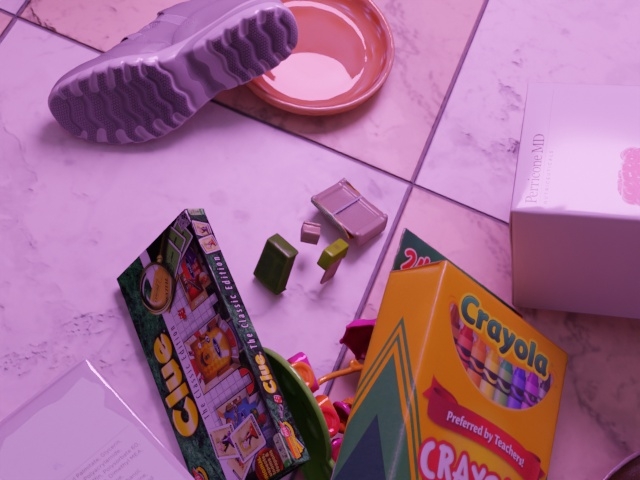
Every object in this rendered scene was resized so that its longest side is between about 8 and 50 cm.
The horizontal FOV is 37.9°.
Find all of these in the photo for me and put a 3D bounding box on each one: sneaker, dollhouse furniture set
[{"bbox_3d":[-0.165,-0.198,1.030,0.281,0.105,0.115,-22,44,-4],"label":"sneaker"},{"bbox_3d":[0.000,0.000,1.005,0.076,0.059,0.151,40,46,18],"label":"dollhouse furniture set"}]

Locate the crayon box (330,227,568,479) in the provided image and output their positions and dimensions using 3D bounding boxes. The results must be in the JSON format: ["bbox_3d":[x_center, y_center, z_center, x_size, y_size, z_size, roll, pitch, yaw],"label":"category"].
[{"bbox_3d":[0.127,0.162,0.864,0.202,0.081,0.319,34,59,-31],"label":"crayon box"}]

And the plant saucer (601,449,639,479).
[{"bbox_3d":[0.385,0.336,0.868,0.310,0.050,0.311,0,57,0],"label":"plant saucer"}]

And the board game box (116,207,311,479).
[{"bbox_3d":[-0.109,0.114,0.877,0.030,0.136,0.260,-4,61,-46],"label":"board game box"}]

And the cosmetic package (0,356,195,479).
[{"bbox_3d":[-0.198,0.230,0.793,0.151,0.151,0.184,-39,77,-23],"label":"cosmetic package"}]

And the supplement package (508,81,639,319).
[{"bbox_3d":[0.346,-0.035,0.935,0.292,0.175,0.178,4,56,16],"label":"supplement package"}]

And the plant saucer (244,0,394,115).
[{"bbox_3d":[-0.013,-0.229,1.103,0.199,0.037,0.200,4,64,-8],"label":"plant saucer"}]

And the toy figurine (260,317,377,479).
[{"bbox_3d":[0.037,0.147,0.900,0.159,0.130,0.173,-26,82,-30],"label":"toy figurine"}]
